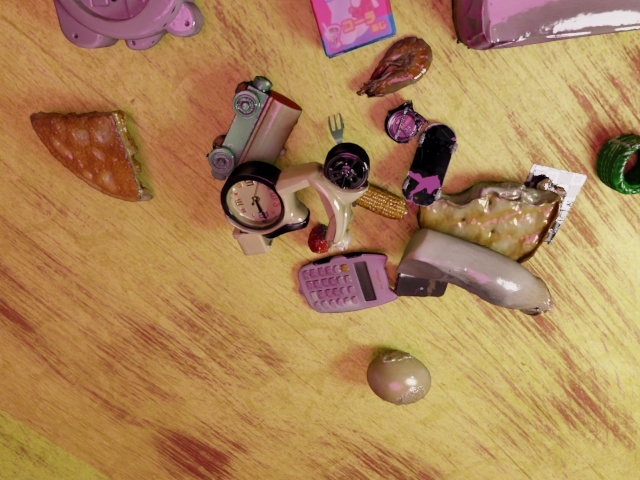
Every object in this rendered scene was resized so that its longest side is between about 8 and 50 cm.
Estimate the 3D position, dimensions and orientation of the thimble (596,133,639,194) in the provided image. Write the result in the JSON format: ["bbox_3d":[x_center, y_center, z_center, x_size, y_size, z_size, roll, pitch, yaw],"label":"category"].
[{"bbox_3d":[0.713,-0.177,0.953,0.118,0.090,0.130,-26,112,16],"label":"thimble"}]

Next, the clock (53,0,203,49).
[{"bbox_3d":[-0.426,-0.574,0.896,0.321,0.113,0.296,2,117,5],"label":"clock"}]

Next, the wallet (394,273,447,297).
[{"bbox_3d":[0.289,0.126,1.183,0.156,0.018,0.082,5,112,-13],"label":"wallet"}]

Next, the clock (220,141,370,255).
[{"bbox_3d":[-0.052,-0.085,1.016,0.378,0.120,0.277,-4,128,17],"label":"clock"}]

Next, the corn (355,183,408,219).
[{"bbox_3d":[0.134,-0.111,1.080,0.207,0.068,0.068,23,118,-5],"label":"corn"}]

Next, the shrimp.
[{"bbox_3d":[0.166,-0.388,0.952,0.190,0.042,0.101,-28,90,21],"label":"shrimp"}]

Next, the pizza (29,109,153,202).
[{"bbox_3d":[-0.613,-0.223,1.118,0.268,0.087,0.258,1,121,8],"label":"pizza"}]

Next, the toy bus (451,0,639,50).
[{"bbox_3d":[0.459,-0.473,0.797,0.385,0.162,0.171,-4,117,10],"label":"toy bus"}]

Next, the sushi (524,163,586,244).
[{"bbox_3d":[0.571,-0.082,1.055,0.139,0.031,0.201,13,118,1],"label":"sushi"}]

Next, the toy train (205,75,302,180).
[{"bbox_3d":[-0.165,-0.256,1.033,0.177,0.116,0.286,23,118,-19],"label":"toy train"}]

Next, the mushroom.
[{"bbox_3d":[0.404,0.089,1.044,0.396,0.126,0.177,20,158,4],"label":"mushroom"}]

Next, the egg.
[{"bbox_3d":[0.244,0.425,1.290,0.201,0.164,0.165,11,118,0],"label":"egg"}]

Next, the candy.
[{"bbox_3d":[0.045,-0.556,0.847,0.157,0.100,0.306,-13,115,15],"label":"candy"}]

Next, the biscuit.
[{"bbox_3d":[0.403,-0.051,1.062,0.334,0.078,0.329,31,125,-5],"label":"biscuit"}]

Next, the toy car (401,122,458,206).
[{"bbox_3d":[0.267,-0.183,1.010,0.095,0.056,0.205,19,93,11],"label":"toy car"}]

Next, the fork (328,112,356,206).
[{"bbox_3d":[0.060,-0.198,1.028,0.039,0.021,0.235,-12,95,17],"label":"fork"}]

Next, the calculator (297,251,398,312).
[{"bbox_3d":[0.071,0.126,1.229,0.293,0.043,0.194,-12,116,17],"label":"calculator"}]

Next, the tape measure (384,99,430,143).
[{"bbox_3d":[0.199,-0.282,0.991,0.094,0.054,0.091,-40,104,17],"label":"tape measure"}]

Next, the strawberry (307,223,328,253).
[{"bbox_3d":[0.000,0.000,1.154,0.083,0.083,0.096,23,150,-4],"label":"strawberry"}]
